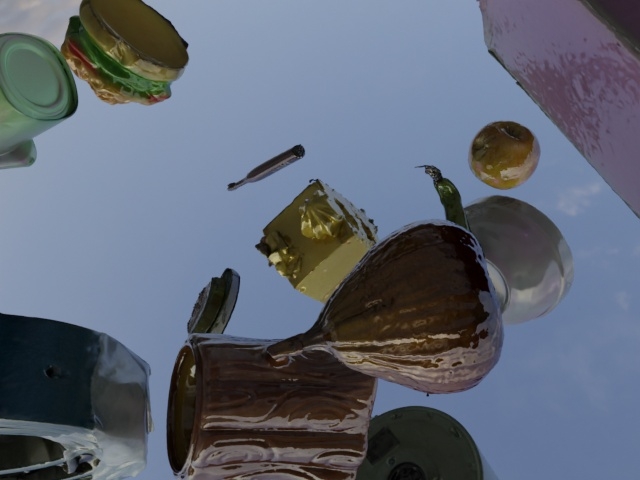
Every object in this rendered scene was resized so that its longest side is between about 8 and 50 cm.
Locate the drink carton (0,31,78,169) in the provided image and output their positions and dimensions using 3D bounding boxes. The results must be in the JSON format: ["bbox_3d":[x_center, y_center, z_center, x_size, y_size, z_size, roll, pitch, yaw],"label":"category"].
[{"bbox_3d":[-0.385,-0.173,0.763,0.142,0.146,0.144,-16,-178,32],"label":"drink carton"}]

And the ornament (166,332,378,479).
[{"bbox_3d":[-0.073,0.221,0.807,0.235,0.218,0.221,146,-52,-59],"label":"ornament"}]

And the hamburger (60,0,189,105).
[{"bbox_3d":[-0.366,-0.342,1.176,0.149,0.237,0.237,-43,-144,26],"label":"hamburger"}]

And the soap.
[{"bbox_3d":[0.221,-0.135,0.470,0.081,0.181,0.259,-32,-118,3],"label":"soap"}]

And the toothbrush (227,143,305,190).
[{"bbox_3d":[-0.152,-0.180,1.655,0.364,0.041,0.040,-18,-140,53],"label":"toothbrush"}]

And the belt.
[{"bbox_3d":[-0.440,0.226,0.808,0.437,0.300,0.173,0,-127,-20],"label":"belt"}]

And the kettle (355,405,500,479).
[{"bbox_3d":[0.191,0.460,1.129,0.250,0.376,0.361,-43,-141,-5],"label":"kettle"}]

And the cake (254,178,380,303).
[{"bbox_3d":[0.000,0.000,1.559,0.227,0.286,0.222,-45,-133,15],"label":"cake"}]

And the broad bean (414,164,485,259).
[{"bbox_3d":[0.259,0.003,1.195,0.098,0.318,0.056,-22,177,-42],"label":"broad bean"}]

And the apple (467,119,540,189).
[{"bbox_3d":[0.370,-0.176,1.268,0.147,0.146,0.146,-20,-136,20],"label":"apple"}]

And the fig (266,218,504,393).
[{"bbox_3d":[0.055,0.059,0.445,0.153,0.119,0.119,-31,-139,20],"label":"fig"}]

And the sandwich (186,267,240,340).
[{"bbox_3d":[-0.305,0.180,1.748,0.159,0.079,0.235,21,-100,57],"label":"sandwich"}]

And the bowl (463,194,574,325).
[{"bbox_3d":[0.360,0.061,1.319,0.287,0.286,0.144,12,-146,42],"label":"bowl"}]

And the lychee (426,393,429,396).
[{"bbox_3d":[0.238,0.202,1.141,0.140,0.101,0.114,-24,-162,52],"label":"lychee"}]
